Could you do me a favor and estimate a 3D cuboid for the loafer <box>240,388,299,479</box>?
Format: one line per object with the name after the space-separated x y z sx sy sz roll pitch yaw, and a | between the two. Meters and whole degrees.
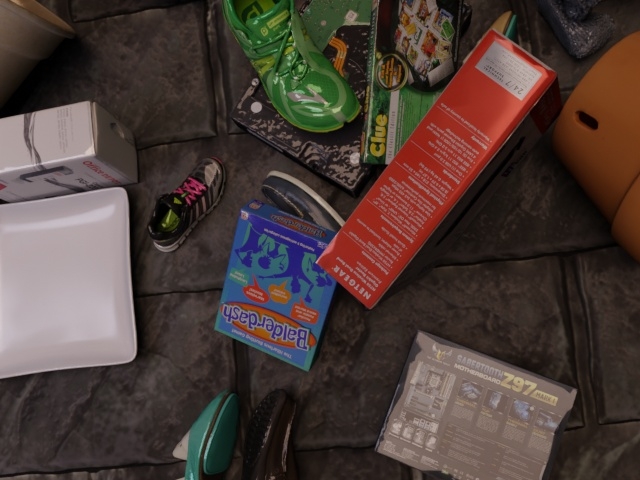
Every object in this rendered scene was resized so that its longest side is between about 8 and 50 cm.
-0.069 0.326 0.980 0.078 0.080 0.220 17 81 -22 | loafer

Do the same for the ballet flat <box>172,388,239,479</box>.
-0.178 0.337 0.985 0.087 0.083 0.247 1 78 23 | ballet flat

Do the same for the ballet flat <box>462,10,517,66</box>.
0.239 -0.238 1.024 0.073 0.080 0.232 10 81 21 | ballet flat

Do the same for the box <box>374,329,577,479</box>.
0.213 0.249 0.951 0.232 0.059 0.183 19 84 12 | box

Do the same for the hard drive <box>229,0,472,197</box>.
0.048 -0.267 1.061 0.237 0.064 0.339 32 87 12 | hard drive

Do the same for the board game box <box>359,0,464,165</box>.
0.132 -0.236 0.988 0.136 0.030 0.260 4 95 -18 | board game box

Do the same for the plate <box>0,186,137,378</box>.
-0.422 0.069 1.080 0.278 0.045 0.277 -8 78 7 | plate

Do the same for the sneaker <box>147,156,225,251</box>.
-0.210 -0.059 1.056 0.063 0.075 0.170 36 87 12 | sneaker

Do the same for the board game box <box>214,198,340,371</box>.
-0.056 0.066 0.973 0.160 0.047 0.210 21 119 11 | board game box

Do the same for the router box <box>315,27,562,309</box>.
0.164 -0.079 0.838 0.082 0.335 0.301 40 107 13 | router box

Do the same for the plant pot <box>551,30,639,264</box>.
0.446 -0.135 0.889 0.291 0.291 0.203 -44 61 -1 | plant pot

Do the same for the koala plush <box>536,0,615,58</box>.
0.418 -0.423 0.976 0.221 0.196 0.203 -29 68 6 | koala plush

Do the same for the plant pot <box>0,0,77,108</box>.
-0.604 -0.284 1.049 0.334 0.334 0.305 35 98 12 | plant pot

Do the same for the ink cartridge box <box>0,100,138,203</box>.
-0.414 -0.130 1.054 0.217 0.158 0.092 -12 78 6 | ink cartridge box

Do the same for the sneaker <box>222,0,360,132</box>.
-0.059 -0.274 0.982 0.109 0.123 0.295 -39 78 0 | sneaker

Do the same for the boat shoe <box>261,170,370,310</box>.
0.000 0.000 1.010 0.254 0.095 0.079 43 77 3 | boat shoe
